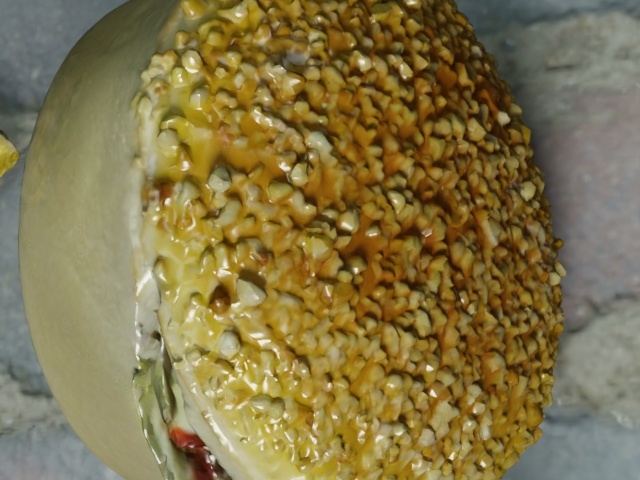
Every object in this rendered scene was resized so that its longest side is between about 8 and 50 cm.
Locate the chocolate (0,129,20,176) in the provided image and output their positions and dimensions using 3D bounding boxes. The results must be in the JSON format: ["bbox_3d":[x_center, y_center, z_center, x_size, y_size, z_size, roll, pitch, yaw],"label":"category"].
[{"bbox_3d":[-0.266,0.014,1.126,0.219,0.085,0.085,-45,58,1],"label":"chocolate"}]

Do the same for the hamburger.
[{"bbox_3d":[0.000,0.000,0.871,0.170,0.302,0.302,-2,70,36],"label":"hamburger"}]
